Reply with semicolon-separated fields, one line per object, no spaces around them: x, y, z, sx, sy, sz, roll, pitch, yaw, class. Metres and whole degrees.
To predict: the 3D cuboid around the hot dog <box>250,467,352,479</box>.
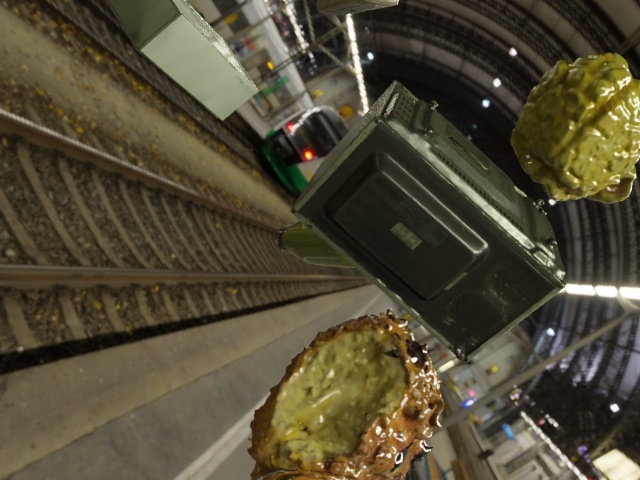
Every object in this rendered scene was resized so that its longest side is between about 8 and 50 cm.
-0.029;0.169;0.358;0.147;0.099;0.065;4;63;-38;hot dog

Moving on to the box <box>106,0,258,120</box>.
-0.204;-0.293;0.942;0.129;0.086;0.225;57;9;24;box

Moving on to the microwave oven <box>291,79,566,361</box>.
0.102;-0.027;0.554;0.205;0.129;0.163;40;25;-8;microwave oven

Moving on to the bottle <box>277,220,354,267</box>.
0.000;0.000;1.395;0.260;0.112;0.112;2;-46;50;bottle

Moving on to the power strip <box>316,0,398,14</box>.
0.062;-0.482;1.237;0.286;0.080;0.048;-145;-119;-63;power strip

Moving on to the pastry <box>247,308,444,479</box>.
0.064;0.347;1.190;0.293;0.405;0.337;30;-24;29;pastry

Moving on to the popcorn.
0.456;-0.181;1.110;0.173;0.226;0.285;-121;-164;-53;popcorn
